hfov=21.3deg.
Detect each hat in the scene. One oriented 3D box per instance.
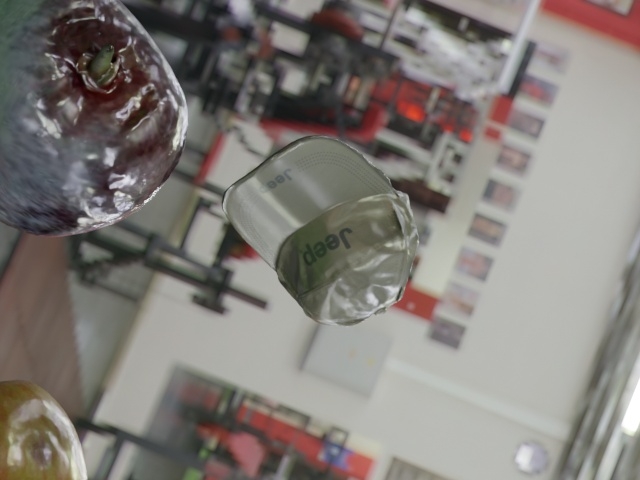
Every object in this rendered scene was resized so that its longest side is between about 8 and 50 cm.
[{"bbox_3d":[0.000,0.000,2.190,0.214,0.244,0.149,-37,-129,19],"label":"hat"}]

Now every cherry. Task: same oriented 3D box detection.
[{"bbox_3d":[-0.263,-0.131,1.717,0.296,0.255,0.218,-35,-169,44],"label":"cherry"}]

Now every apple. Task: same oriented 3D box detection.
[{"bbox_3d":[-0.409,0.283,2.045,0.264,0.264,0.264,22,90,-87],"label":"apple"}]
